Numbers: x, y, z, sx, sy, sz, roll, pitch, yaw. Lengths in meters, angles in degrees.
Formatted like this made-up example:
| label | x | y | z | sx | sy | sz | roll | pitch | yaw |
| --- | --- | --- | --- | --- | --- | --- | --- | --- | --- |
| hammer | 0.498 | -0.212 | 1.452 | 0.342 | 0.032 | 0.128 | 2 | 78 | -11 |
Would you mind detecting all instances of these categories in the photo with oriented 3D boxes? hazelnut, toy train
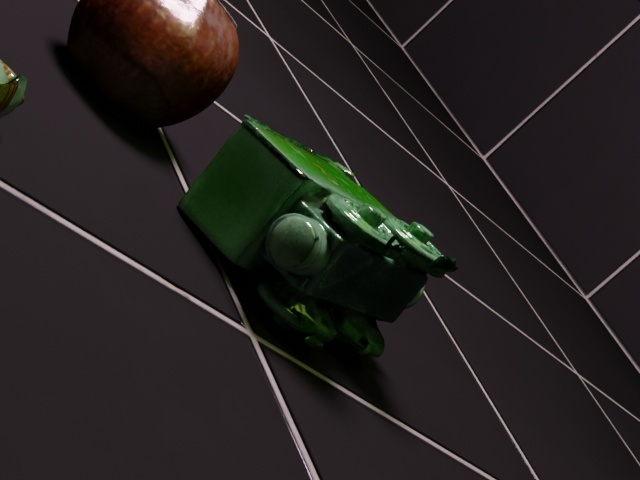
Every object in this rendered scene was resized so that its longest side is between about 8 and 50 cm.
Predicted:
| label | x | y | z | sx | sy | sz | roll | pitch | yaw |
| --- | --- | --- | --- | --- | --- | --- | --- | --- | --- |
| hazelnut | -0.152 | -0.184 | 1.280 | 0.154 | 0.143 | 0.143 | 44 | 14 | -7 |
| toy train | 0.000 | 0.000 | 1.248 | 0.188 | 0.132 | 0.243 | 45 | 11 | 29 |

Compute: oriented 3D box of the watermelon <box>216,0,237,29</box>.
| label | x | y | z | sx | sy | sz | roll | pitch | yaw |
| --- | --- | --- | --- | --- | --- | --- | --- | --- | --- |
| watermelon | -0.189 | -0.314 | 1.678 | 0.241 | 0.094 | 0.154 | 47 | 4 | -6 |

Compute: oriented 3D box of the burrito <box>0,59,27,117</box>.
| label | x | y | z | sx | sy | sz | roll | pitch | yaw |
| --- | --- | --- | --- | --- | --- | --- | --- | --- | --- |
| burrito | -0.274 | -0.117 | 0.879 | 0.104 | 0.054 | 0.288 | 47 | 13 | 2 |
